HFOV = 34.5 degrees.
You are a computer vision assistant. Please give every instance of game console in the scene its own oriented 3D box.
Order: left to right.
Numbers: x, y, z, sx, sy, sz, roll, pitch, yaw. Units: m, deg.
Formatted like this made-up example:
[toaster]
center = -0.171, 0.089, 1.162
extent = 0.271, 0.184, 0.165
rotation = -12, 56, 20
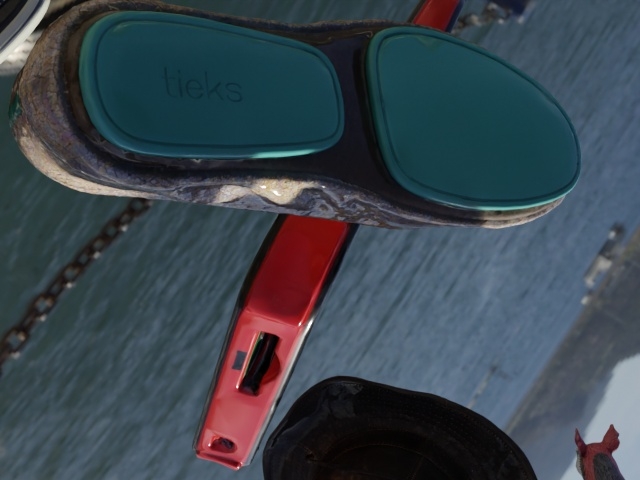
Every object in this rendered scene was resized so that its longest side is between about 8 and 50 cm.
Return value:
[game console]
center = 0.000, 0.000, 0.894
extent = 0.386, 0.060, 0.342
rotation = 113, 2, -55

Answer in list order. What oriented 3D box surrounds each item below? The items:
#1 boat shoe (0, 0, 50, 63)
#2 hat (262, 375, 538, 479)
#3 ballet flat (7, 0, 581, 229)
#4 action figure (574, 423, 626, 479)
[boat shoe]
center = -0.580, -0.239, 1.286
extent = 0.500, 0.187, 0.156
rotation = -26, 130, -12
[hat]
center = 0.061, 0.302, 1.042
extent = 0.134, 0.331, 0.331
rotation = -57, 172, -51
[ballet flat]
center = -0.005, -0.057, 0.515
extent = 0.316, 0.107, 0.106
rotation = 7, 166, -37
[action figure]
center = 0.365, 0.415, 1.280
extent = 0.248, 0.370, 0.276
rotation = -16, -179, 23
